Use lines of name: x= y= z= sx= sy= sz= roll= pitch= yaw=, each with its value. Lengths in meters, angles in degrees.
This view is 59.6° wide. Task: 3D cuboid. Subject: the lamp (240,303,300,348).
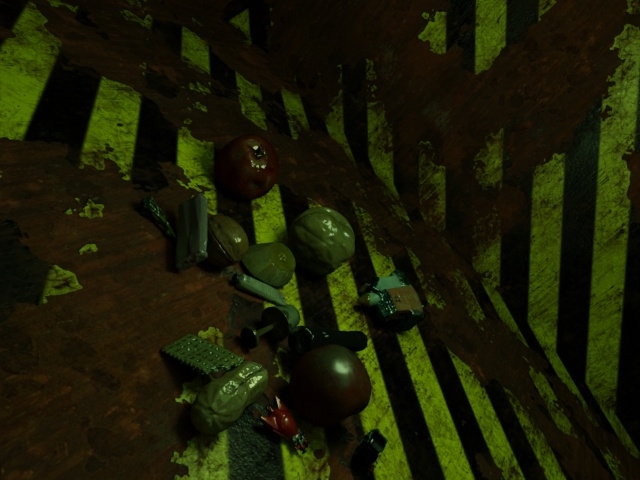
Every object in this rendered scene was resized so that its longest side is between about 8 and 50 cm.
lamp: x=-0.161 y=0.278 z=1.822 sx=0.214 sy=0.121 sz=0.121 roll=-19 pitch=65 yaw=-50

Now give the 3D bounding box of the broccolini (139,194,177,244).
broccolini: x=-0.534 y=-0.053 z=1.878 sx=0.216 sy=0.067 sz=0.058 roll=55 pitch=31 yaw=4

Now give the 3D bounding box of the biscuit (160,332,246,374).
biscuit: x=-0.328 y=0.318 z=1.551 sx=0.203 sy=0.016 sz=0.144 roll=20 pitch=20 yaw=23

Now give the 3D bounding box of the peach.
peach: x=0.030 y=0.441 z=1.717 sx=0.252 sy=0.252 sz=0.253 roll=32 pitch=29 yaw=-20

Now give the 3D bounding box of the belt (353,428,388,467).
belt: x=0.155 y=0.640 z=1.736 sx=0.058 sy=0.105 sz=0.140 roll=46 pitch=17 yaw=7

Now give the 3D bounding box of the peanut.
peanut: x=-0.240 y=0.414 z=1.510 sx=0.130 sy=0.130 sz=0.290 roll=46 pitch=25 yaw=7

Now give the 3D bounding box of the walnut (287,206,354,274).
walnut: x=0.000 y=0.001 z=2.280 sx=0.276 sy=0.253 sz=0.282 roll=38 pitch=26 yaw=-14

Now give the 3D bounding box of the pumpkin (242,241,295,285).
pumpkin: x=-0.180 y=0.070 z=2.089 sx=0.217 sy=0.110 sz=0.217 roll=37 pitch=21 yaw=-17

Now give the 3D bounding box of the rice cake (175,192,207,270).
rice cake: x=-0.427 y=-0.035 z=1.862 sx=0.050 sy=0.106 sz=0.298 roll=50 pitch=21 yaw=-43

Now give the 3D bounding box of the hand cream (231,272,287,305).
hand cream: x=-0.214 y=0.173 z=1.986 sx=0.233 sy=0.050 sz=0.080 roll=28 pitch=24 yaw=-35

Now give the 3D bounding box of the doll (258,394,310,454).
doll: x=-0.095 y=0.535 z=1.601 sx=0.169 sy=0.057 sz=0.109 roll=43 pitch=30 yaw=1

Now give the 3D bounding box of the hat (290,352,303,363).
hat: x=-0.079 y=0.389 z=1.865 sx=0.058 sy=0.042 sz=0.087 roll=48 pitch=-7 yaw=-3

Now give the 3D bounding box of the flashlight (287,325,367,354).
flashlight: x=0.038 y=0.353 z=1.948 sx=0.424 sy=0.103 sz=0.103 roll=18 pitch=35 yaw=-57

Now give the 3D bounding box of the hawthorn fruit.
hawthorn fruit: x=-0.298 y=-0.309 z=2.318 sx=0.275 sy=0.299 sz=0.276 roll=14 pitch=58 yaw=-24

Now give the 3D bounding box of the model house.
model house: x=0.263 y=0.259 z=2.390 sx=0.291 sy=0.184 sz=0.253 roll=3 pitch=51 yaw=-33

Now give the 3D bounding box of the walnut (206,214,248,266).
walnut: x=-0.338 y=0.004 z=1.925 sx=0.167 sy=0.167 sz=0.207 roll=13 pitch=28 yaw=-44
